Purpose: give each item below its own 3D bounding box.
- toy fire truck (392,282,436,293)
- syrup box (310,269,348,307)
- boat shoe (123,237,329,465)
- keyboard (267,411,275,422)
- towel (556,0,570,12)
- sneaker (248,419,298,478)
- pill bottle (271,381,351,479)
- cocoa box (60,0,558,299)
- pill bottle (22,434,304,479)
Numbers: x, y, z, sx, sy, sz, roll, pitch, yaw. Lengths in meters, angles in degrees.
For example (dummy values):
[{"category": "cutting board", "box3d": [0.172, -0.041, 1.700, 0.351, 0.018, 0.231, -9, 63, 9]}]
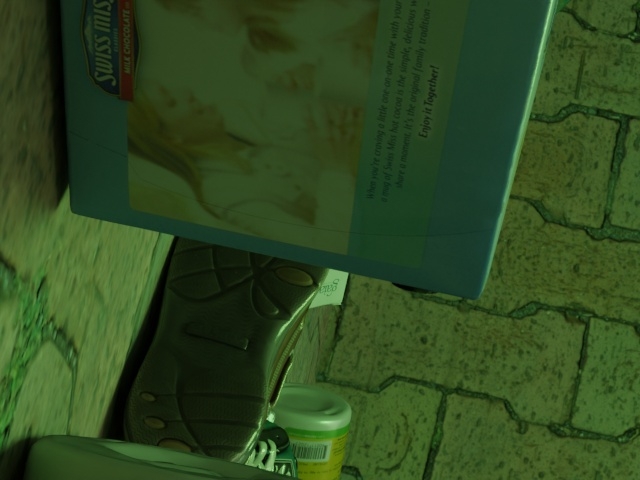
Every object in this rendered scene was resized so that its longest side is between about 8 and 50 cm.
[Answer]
[{"category": "toy fire truck", "box3d": [0.000, 0.000, 1.656, 0.246, 0.217, 0.158, 0, 105, -43]}, {"category": "syrup box", "box3d": [-0.019, -0.058, 1.301, 0.093, 0.096, 0.236, -8, 121, -39]}, {"category": "boat shoe", "box3d": [-0.076, 0.080, 1.136, 0.324, 0.123, 0.116, -64, 173, -45]}, {"category": "keyboard", "box3d": [-0.091, 0.234, 1.539, 0.256, 0.014, 0.072, 131, -21, -67]}, {"category": "towel", "box3d": [0.139, -0.187, 1.485, 0.370, 0.040, 0.271, -42, 171, 1]}, {"category": "sneaker", "box3d": [-0.079, 0.193, 1.263, 0.302, 0.121, 0.108, 40, 61, -85]}, {"category": "pill bottle", "box3d": [-0.045, 0.326, 1.964, 0.136, 0.136, 0.245, -62, 163, -76]}, {"category": "cocoa box", "box3d": [0.011, -0.181, 0.712, 0.347, 0.232, 0.228, 96, 7, -45]}, {"category": "pill bottle", "box3d": [-0.103, 0.275, 0.790, 0.176, 0.176, 0.318, 63, 38, -83]}]
